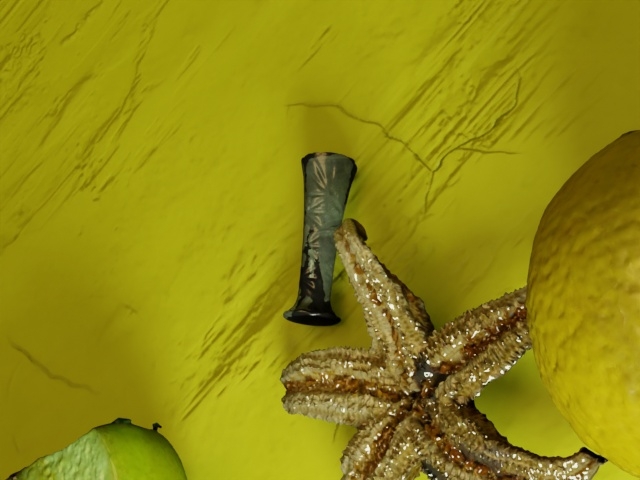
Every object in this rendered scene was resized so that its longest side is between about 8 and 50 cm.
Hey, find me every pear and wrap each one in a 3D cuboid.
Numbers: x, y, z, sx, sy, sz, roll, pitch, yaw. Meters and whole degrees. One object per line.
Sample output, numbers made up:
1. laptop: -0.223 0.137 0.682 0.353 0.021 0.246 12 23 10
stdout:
1. pear: -0.217 0.348 1.202 0.286 0.176 0.281 -31 59 27

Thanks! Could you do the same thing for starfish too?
1. starfish: 0.095 0.119 1.113 0.303 0.113 0.312 -39 64 20

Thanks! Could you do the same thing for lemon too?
1. lemon: 0.273 0.046 0.928 0.267 0.267 0.267 -13 65 31

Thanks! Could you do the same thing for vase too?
1. vase: 0.000 0.000 1.252 0.059 0.059 0.167 -5 70 34
